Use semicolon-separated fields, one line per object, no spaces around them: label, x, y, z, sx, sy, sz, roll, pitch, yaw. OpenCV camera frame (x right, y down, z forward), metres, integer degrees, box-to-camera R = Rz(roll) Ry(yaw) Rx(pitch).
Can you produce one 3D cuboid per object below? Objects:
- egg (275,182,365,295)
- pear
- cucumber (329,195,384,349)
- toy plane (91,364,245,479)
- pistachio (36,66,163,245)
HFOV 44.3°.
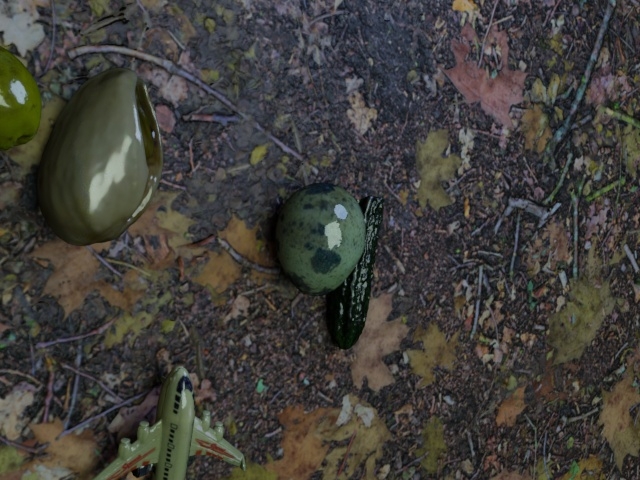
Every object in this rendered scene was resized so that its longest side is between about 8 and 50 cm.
egg;0.000;0.000;1.224;0.141;0.141;0.182;-3;107;-35
pear;-0.394;-0.172;0.943;0.107;0.107;0.131;-39;106;-25
cucumber;0.056;0.056;1.311;0.077;0.077;0.265;6;93;-36
toy plane;-0.216;0.300;1.140;0.242;0.104;0.256;-2;98;-32
pistachio;-0.279;-0.106;1.015;0.153;0.138;0.238;21;83;-1
